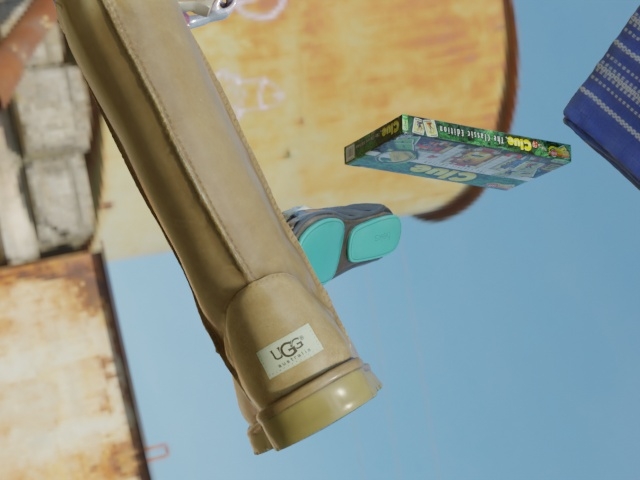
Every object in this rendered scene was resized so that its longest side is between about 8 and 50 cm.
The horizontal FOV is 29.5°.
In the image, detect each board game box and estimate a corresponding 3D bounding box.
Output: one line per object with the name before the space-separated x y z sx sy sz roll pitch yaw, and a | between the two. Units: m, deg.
board game box | 0.174 -0.108 1.534 0.136 0.259 0.030 -22 -115 58

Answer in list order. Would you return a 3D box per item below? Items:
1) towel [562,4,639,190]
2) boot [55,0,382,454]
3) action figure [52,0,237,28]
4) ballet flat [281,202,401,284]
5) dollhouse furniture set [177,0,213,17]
towel | 0.446 -0.198 1.396 0.243 0.040 0.336 48 -53 25
boot | -0.057 -0.012 0.727 0.269 0.089 0.236 62 -11 6
action figure | -0.266 -0.392 1.627 0.370 0.275 0.248 -102 -179 -62
ballet flat | 0.000 0.000 1.068 0.074 0.203 0.074 4 -81 29
dollhouse furniture set | -0.169 -0.176 0.786 0.303 0.355 0.174 113 -9 -50
